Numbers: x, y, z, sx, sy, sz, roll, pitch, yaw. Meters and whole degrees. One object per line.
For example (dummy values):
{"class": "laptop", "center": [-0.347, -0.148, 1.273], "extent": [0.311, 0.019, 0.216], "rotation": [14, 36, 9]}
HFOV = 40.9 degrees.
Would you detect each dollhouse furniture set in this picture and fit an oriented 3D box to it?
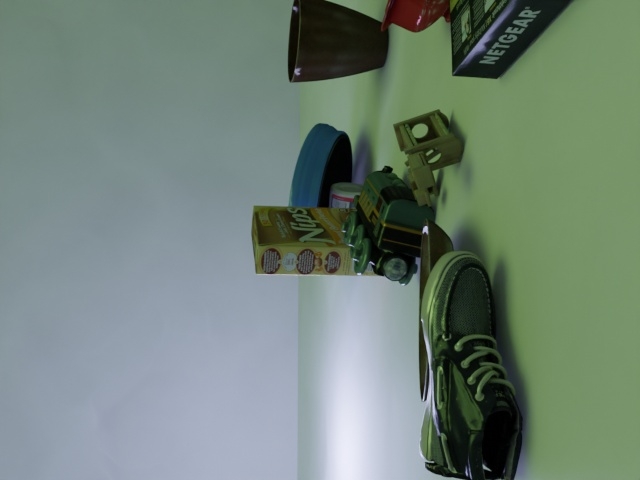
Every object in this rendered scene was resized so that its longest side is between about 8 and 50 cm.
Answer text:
{"class": "dollhouse furniture set", "center": [0.215, -0.119, 1.547], "extent": [0.182, 0.101, 0.161], "rotation": [-102, -7, -56]}

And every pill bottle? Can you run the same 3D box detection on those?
{"class": "pill bottle", "center": [0.070, -0.053, 2.252], "extent": [0.108, 0.107, 0.180], "rotation": [-112, 26, -68]}

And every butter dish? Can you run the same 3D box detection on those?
{"class": "butter dish", "center": [0.201, -0.443, 1.566], "extent": [0.160, 0.118, 0.160], "rotation": [-47, -9, -19]}

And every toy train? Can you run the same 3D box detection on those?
{"class": "toy train", "center": [0.139, -0.037, 1.788], "extent": [0.334, 0.142, 0.190], "rotation": [-107, 34, -69]}

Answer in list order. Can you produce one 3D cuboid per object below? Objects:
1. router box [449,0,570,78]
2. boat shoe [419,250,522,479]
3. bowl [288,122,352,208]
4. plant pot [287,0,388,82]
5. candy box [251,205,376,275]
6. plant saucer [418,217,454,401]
{"class": "router box", "center": [0.267, -0.402, 1.222], "extent": [0.309, 0.080, 0.243], "rotation": [130, 142, -75]}
{"class": "boat shoe", "center": [0.232, 0.186, 1.248], "extent": [0.158, 0.127, 0.341], "rotation": [-179, 91, -66]}
{"class": "bowl", "center": [0.006, -0.120, 2.334], "extent": [0.391, 0.077, 0.392], "rotation": [10, -90, -76]}
{"class": "plant pot", "center": [0.045, -0.492, 2.135], "extent": [0.215, 0.230, 0.216], "rotation": [-177, 90, -80]}
{"class": "candy box", "center": [0.000, 0.000, 2.020], "extent": [0.183, 0.316, 0.088], "rotation": [-103, 18, -57]}
{"class": "plant saucer", "center": [0.197, 0.117, 1.460], "extent": [0.310, 0.050, 0.311], "rotation": [0, -90, -87]}
